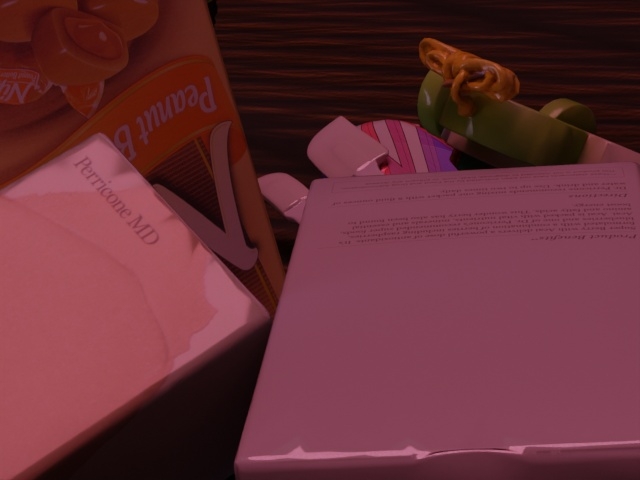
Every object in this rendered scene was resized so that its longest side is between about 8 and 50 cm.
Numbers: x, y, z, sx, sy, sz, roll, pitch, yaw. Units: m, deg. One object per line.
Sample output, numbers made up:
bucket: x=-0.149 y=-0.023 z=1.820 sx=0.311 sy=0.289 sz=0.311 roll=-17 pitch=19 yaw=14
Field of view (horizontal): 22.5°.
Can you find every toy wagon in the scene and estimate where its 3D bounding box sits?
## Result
toy wagon: x=0.173 y=-0.039 z=0.959 sx=0.344 sy=0.068 sz=0.267 roll=15 pitch=10 yaw=-45

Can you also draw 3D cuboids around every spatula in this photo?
spatula: x=0.000 y=0.000 z=1.145 sx=0.168 sy=0.019 sz=0.242 roll=-34 pitch=34 yaw=-8

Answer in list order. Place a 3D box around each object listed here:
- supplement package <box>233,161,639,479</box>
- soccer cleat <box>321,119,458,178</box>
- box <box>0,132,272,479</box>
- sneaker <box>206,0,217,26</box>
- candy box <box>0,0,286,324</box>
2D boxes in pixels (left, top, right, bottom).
supplement package: x=0.074 y=0.097 z=0.732 sx=0.177 sy=0.175 sz=0.293 roll=-3 pitch=22 yaw=7
soccer cleat: x=0.071 y=-0.031 z=1.184 sx=0.095 sy=0.083 sz=0.248 roll=-22 pitch=29 yaw=-36
box: x=-0.181 y=0.101 z=0.726 sx=0.311 sy=0.121 sz=0.148 roll=-35 pitch=62 yaw=-21
sneaker: x=-0.154 y=-0.097 z=1.037 sx=0.145 sy=0.385 sz=0.147 roll=9 pitch=36 yaw=19
candy box: x=-0.132 y=-0.021 z=0.899 sx=0.183 sy=0.316 sz=0.087 roll=-20 pitch=7 yaw=-28
